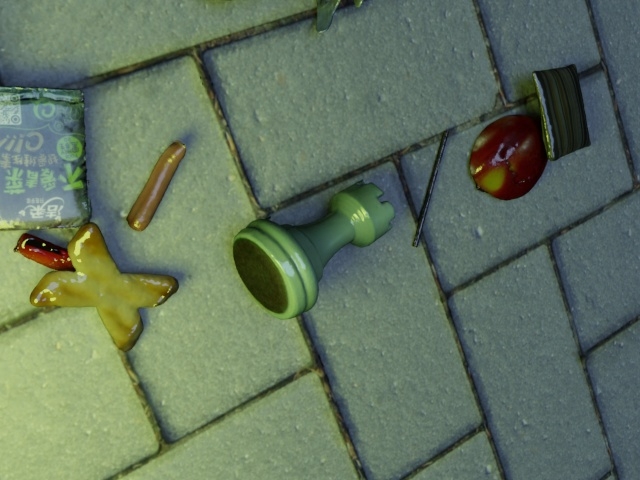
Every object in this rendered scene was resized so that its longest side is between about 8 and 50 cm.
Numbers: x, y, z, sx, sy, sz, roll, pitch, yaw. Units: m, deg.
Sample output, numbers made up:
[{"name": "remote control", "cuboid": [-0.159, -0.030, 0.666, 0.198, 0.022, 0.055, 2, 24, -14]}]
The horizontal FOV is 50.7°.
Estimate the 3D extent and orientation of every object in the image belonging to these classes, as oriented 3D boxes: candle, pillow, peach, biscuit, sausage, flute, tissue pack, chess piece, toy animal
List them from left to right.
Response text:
[{"name": "tissue pack", "cuboid": [-0.472, -0.133, 1.103, 0.173, 0.073, 0.235, -4, 94, -25]}, {"name": "candle", "cuboid": [-0.435, 0.029, 1.150, 0.162, 0.053, 0.048, 26, 38, -30]}, {"name": "biscuit", "cuboid": [-0.364, 0.084, 1.153, 0.208, 0.047, 0.164, 40, 82, -36]}, {"name": "sausage", "cuboid": [-0.292, -0.097, 1.206, 0.040, 0.047, 0.176, 28, 82, -12]}, {"name": "chess piece", "cuboid": [0.000, 0.000, 1.289, 0.299, 0.195, 0.194, -33, 106, -30]}, {"name": "toy animal", "cuboid": [0.030, -0.527, 1.261, 0.176, 0.239, 0.255, -25, 68, -36]}, {"name": "flute", "cuboid": [0.242, -0.115, 1.482, 0.014, 0.014, 0.269, 18, 84, -25]}, {"name": "peach", "cuboid": [0.466, -0.202, 1.558, 0.279, 0.068, 0.189, -38, 109, -20]}, {"name": "pillow", "cuboid": [0.571, -0.306, 1.593, 0.212, 0.052, 0.208, -21, 99, -41]}]
